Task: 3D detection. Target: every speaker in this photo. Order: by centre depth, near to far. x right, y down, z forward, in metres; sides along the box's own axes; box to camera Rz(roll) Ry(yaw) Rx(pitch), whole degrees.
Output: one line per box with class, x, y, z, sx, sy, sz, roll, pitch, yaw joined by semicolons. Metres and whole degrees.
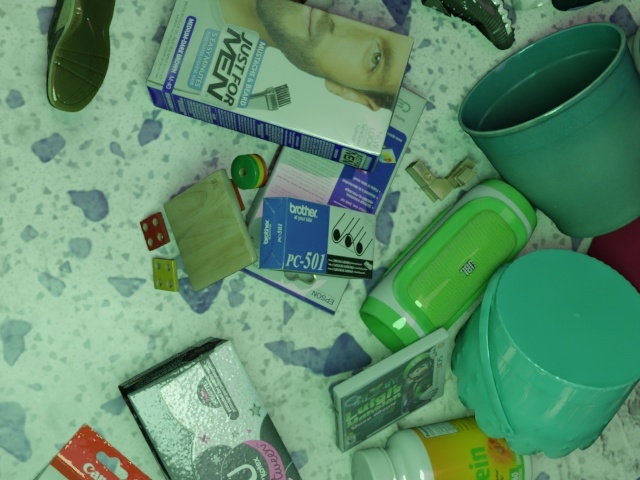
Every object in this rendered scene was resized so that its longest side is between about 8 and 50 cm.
speaker;0.198;0.041;1.459;0.296;0.131;0.131;-45;100;-15

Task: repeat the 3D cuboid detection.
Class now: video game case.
video game case;0.106;0.224;1.409;0.190;0.173;0.022;-26;53;-17

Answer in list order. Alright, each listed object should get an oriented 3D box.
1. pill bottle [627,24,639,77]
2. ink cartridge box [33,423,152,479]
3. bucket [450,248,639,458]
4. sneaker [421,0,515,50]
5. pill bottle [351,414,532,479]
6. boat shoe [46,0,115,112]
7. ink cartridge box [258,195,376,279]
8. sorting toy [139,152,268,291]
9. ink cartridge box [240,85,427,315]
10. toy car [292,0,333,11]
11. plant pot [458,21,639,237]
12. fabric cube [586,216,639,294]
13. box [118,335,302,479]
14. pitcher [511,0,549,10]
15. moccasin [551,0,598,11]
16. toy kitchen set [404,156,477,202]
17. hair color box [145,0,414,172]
pill bottle;0.603;-0.316;1.532;0.152;0.272;0.152;1;87;-18
ink cartridge box;-0.332;0.369;1.313;0.145;0.045;0.179;44;78;-11
bucket;0.342;0.158;1.407;0.281;0.183;0.281;7;50;-9
sneaker;0.217;-0.388;1.519;0.106;0.078;0.234;-37;107;0
pill bottle;0.178;0.343;1.428;0.246;0.136;0.136;-7;89;-18
boat shoe;-0.342;-0.283;1.334;0.080;0.073;0.223;18;77;-41
ink cartridge box;0.000;0.000;1.321;0.207;0.046;0.097;10;82;-52
sorting toy;-0.146;-0.011;1.307;0.046;0.275;0.132;-13;80;-48
ink cartridge box;0.011;-0.089;1.439;0.176;0.069;0.370;27;77;-15
toy car;-0.020;-0.433;1.410;0.159;0.136;0.182;37;77;-12
plant pot;0.395;-0.155;1.475;0.272;0.272;0.255;-44;114;-15
fabric cube;0.602;0.036;1.523;0.259;0.254;0.258;30;80;-15
box;-0.149;0.277;1.325;0.163;0.142;0.247;-28;96;-17
pitcher;0.311;-0.500;1.519;0.207;0.126;0.177;43;57;-38
moccasin;0.524;-0.493;1.605;0.342;0.117;0.137;-24;82;-13
toy kitchen set;0.196;-0.115;1.497;0.083;0.068;0.075;-45;100;-15
hair color box;-0.056;-0.239;1.357;0.339;0.110;0.185;17;80;-1
